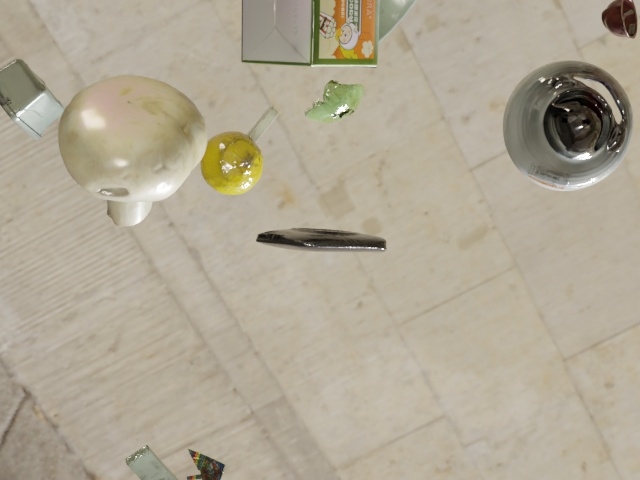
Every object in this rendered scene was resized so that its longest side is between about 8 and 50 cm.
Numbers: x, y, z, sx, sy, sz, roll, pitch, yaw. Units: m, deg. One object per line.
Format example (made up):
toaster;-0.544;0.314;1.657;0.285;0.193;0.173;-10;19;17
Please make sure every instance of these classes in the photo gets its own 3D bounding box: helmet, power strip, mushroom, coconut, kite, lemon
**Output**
helmet;0.617;-0.467;1.967;0.111;0.057;0.089;35;63;-49
power strip;-0.185;-0.310;2.713;0.030;0.191;0.047;39;-2;-22
mushroom;-0.424;-0.217;2.227;0.353;0.325;0.353;-25;90;-89
coconut;0.040;-0.322;2.209;0.055;0.158;0.133;59;-6;19
kite;-0.226;0.464;1.871;0.004;0.090;0.122;17;52;-70
power strip;-0.295;0.419;1.686;0.136;0.051;0.019;58;-6;-34
lemon;-0.243;-0.212;2.559;0.181;0.180;0.193;58;7;-35

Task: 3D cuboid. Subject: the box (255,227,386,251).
box;0.000;0.000;1.756;0.212;0.201;0.042;7;-86;64

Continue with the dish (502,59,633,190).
dish;0.521;-0.237;1.927;0.273;0.273;0.134;62;0;-4

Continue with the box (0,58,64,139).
box;-0.600;-0.293;1.926;0.124;0.092;0.172;51;-5;8

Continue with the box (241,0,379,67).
box;-0.013;-0.364;1.435;0.177;0.148;0.195;14;-74;47

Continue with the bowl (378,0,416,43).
bowl;0.097;-0.509;1.802;0.146;0.289;0.289;40;3;10
